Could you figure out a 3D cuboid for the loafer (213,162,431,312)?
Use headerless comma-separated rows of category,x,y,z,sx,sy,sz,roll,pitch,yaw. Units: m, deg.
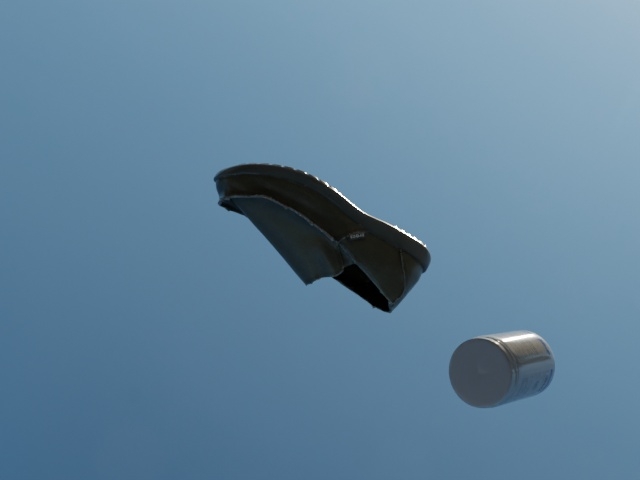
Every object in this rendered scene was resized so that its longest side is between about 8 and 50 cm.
loafer,0.000,0.000,0.995,0.251,0.094,0.087,26,-108,-17

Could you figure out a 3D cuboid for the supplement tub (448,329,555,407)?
supplement tub,0.182,0.127,0.964,0.071,0.071,0.107,44,-157,29
